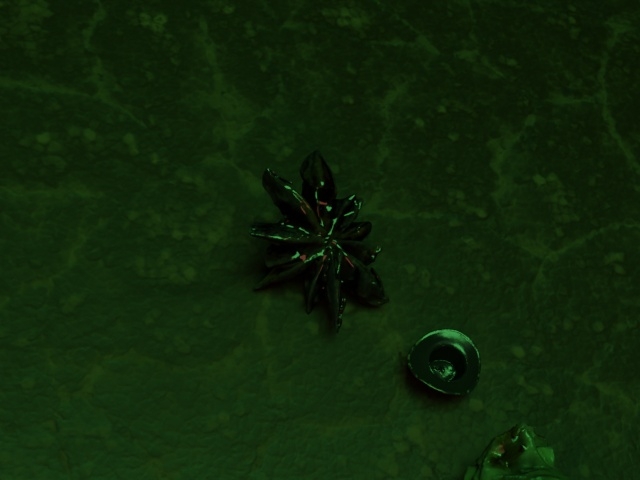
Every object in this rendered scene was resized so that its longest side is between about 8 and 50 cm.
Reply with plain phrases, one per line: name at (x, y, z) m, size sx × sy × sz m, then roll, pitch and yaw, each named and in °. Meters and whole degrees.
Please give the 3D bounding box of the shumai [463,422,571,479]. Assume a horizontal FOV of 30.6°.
shumai at (0.317, 0.378, 1.590) m, size 0.260 × 0.225 × 0.222 m, roll 30°, pitch 51°, yaw 6°

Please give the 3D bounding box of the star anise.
star anise at (-0.004, 0.001, 1.771) m, size 0.283 × 0.129 × 0.212 m, roll 47°, pitch 67°, yaw -24°

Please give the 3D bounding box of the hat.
hat at (0.183, 0.191, 1.761) m, size 0.121 × 0.050 × 0.121 m, roll 9°, pitch 56°, yaw -14°
